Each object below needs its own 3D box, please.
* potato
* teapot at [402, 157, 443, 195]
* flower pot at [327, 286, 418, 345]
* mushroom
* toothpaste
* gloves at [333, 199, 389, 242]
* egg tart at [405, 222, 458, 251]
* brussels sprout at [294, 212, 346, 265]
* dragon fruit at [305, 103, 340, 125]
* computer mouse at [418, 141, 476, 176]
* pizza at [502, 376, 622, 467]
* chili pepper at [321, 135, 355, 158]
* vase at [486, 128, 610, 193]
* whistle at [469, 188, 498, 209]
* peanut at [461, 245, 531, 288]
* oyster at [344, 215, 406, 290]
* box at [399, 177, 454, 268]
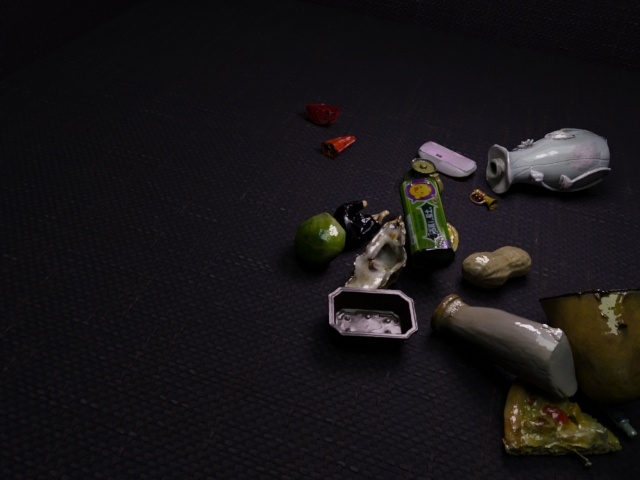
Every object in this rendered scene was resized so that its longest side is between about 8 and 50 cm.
[{"bbox_3d":[0.758,0.284,1.471,0.289,0.397,0.296,-5,77,14],"label":"potato"},{"bbox_3d":[0.392,-0.230,2.047,0.165,0.119,0.130,36,50,27],"label":"teapot"},{"bbox_3d":[0.140,0.228,1.542,0.250,0.084,0.179,4,42,-4],"label":"flower pot"},{"bbox_3d":[0.483,0.261,1.445,0.407,0.154,0.137,25,55,38],"label":"mushroom"},{"bbox_3d":[0.749,0.428,1.439,0.061,0.037,0.216,-9,40,-21],"label":"toothpaste"},{"bbox_3d":[0.141,-0.065,1.841,0.203,0.124,0.165,2,58,-36],"label":"gloves"},{"bbox_3d":[0.369,0.004,1.821,0.191,0.074,0.191,3,43,-3],"label":"egg tart"},{"bbox_3d":[-0.004,-0.003,1.729,0.143,0.161,0.181,37,20,-21],"label":"brussels sprout"},{"bbox_3d":[0.022,-0.551,2.385,0.162,0.083,0.106,16,30,23],"label":"dragon fruit"},{"bbox_3d":[0.514,-0.325,2.212,0.245,0.056,0.126,32,49,24],"label":"computer mouse"},{"bbox_3d":[0.610,0.447,1.368,0.287,0.075,0.280,15,43,12],"label":"pizza"},{"bbox_3d":[0.089,-0.398,2.236,0.088,0.065,0.168,34,45,26],"label":"chili pepper"},{"bbox_3d":[0.874,-0.299,2.114,0.444,0.250,0.250,-7,44,-9],"label":"vase"},{"bbox_3d":[0.615,-0.155,2.065,0.046,0.057,0.109,31,8,-47],"label":"whistle"},{"bbox_3d":[0.568,0.087,1.734,0.256,0.124,0.124,-8,44,-22],"label":"peanut"},{"bbox_3d":[0.193,0.060,1.714,0.166,0.110,0.342,5,44,17],"label":"oyster"},{"bbox_3d":[0.341,-0.059,1.768,0.134,0.097,0.346,-6,44,3],"label":"box"}]
